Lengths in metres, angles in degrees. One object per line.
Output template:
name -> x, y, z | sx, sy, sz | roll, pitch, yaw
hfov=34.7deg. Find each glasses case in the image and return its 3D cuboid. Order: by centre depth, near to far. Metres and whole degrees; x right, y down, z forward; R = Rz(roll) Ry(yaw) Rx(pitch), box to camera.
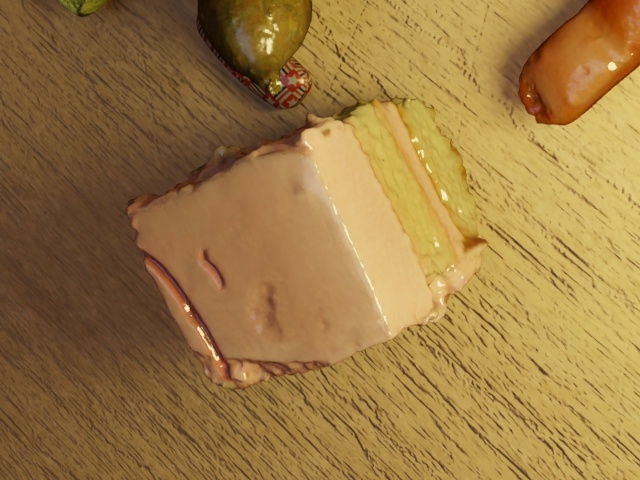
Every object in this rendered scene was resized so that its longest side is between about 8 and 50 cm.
glasses case -> -0.097, -0.252, 1.383 | 0.194, 0.049, 0.073 | 45, 119, 13

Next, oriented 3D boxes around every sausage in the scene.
sausage -> 0.352, -0.258, 1.104 | 0.348, 0.094, 0.097 | -48, 64, 31

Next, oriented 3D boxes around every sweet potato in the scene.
sweet potato -> -0.082, -0.316, 1.244 | 0.158, 0.369, 0.157 | 0, 133, 0

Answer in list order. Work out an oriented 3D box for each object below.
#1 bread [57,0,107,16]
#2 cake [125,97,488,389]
bread -> -0.339, -0.396, 1.451 | 0.114, 0.111, 0.129 | 47, 138, 7
cake -> 0.000, 0.000, 1.241 | 0.314, 0.307, 0.293 | -25, 91, 32
